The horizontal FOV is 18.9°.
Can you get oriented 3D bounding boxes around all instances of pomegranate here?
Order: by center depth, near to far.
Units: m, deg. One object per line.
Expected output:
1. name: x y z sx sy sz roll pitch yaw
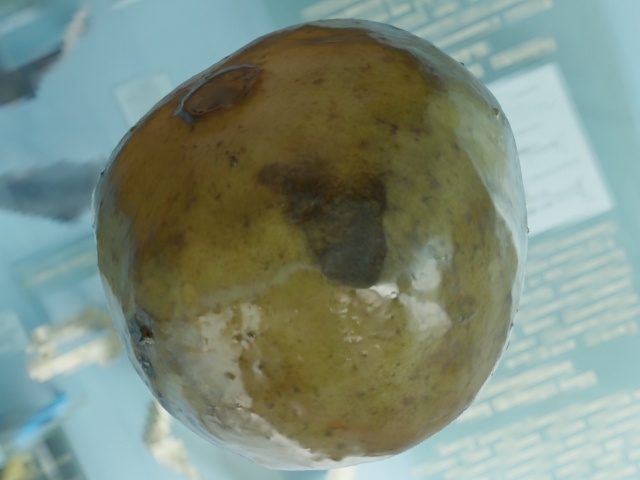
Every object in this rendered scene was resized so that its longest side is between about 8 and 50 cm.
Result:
1. pomegranate: 0.000 0.000 1.193 0.281 0.281 0.281 -24 -171 4
